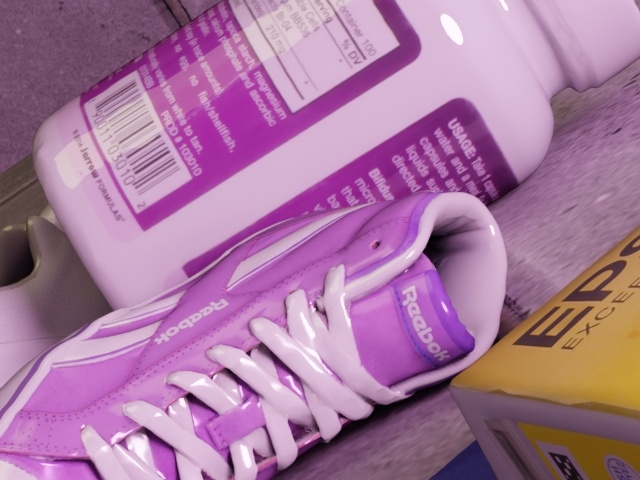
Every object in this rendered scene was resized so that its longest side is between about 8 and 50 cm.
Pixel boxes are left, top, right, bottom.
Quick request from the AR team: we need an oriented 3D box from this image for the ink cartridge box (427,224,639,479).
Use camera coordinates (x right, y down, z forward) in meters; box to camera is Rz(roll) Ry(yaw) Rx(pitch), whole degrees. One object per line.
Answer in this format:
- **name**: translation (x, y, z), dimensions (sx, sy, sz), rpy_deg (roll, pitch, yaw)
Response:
- **ink cartridge box**: translation (0.190, -0.021, 0.523), dimensions (0.303, 0.072, 0.307), rpy_deg (-38, 15, -18)

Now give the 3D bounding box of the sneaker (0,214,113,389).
- **sneaker**: translation (-0.220, 0.102, 0.956), dimensions (0.111, 0.129, 0.297), rpy_deg (-16, 23, 47)

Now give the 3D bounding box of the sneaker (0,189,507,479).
- **sneaker**: translation (-0.028, 0.057, 0.706), dimensions (0.161, 0.102, 0.282), rpy_deg (-16, 22, 47)

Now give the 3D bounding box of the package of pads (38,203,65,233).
- **package of pads**: translation (-0.049, -0.079, 1.276), dimensions (0.296, 0.101, 0.229), rpy_deg (-28, 15, 21)

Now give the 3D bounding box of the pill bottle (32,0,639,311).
- **pill bottle**: translation (0.014, -0.070, 0.915), dimensions (0.301, 0.169, 0.169), rpy_deg (-32, 12, 5)
